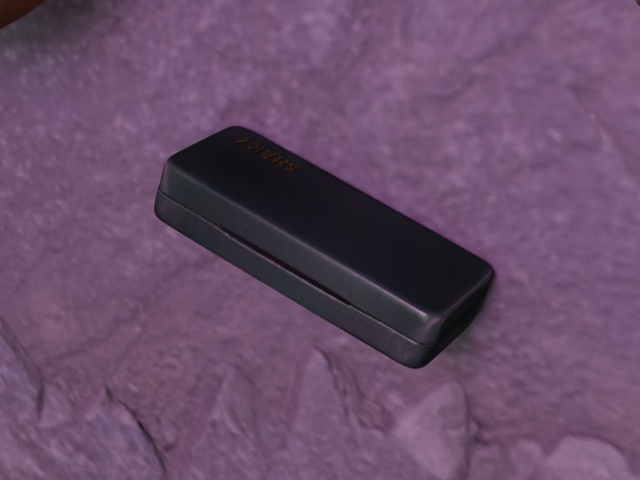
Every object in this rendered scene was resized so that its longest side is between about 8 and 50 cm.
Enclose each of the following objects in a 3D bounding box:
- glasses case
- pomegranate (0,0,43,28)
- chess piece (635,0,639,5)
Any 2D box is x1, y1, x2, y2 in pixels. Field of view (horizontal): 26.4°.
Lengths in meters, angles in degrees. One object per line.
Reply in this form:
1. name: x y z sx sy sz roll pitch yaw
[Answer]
1. glasses case: 0.000 0.000 0.763 0.184 0.078 0.039 30 124 19
2. pomegranate: -0.214 -0.199 0.738 0.207 0.207 0.207 15 119 28
3. chess piece: 0.220 -0.213 0.472 0.176 0.176 0.298 48 122 6
